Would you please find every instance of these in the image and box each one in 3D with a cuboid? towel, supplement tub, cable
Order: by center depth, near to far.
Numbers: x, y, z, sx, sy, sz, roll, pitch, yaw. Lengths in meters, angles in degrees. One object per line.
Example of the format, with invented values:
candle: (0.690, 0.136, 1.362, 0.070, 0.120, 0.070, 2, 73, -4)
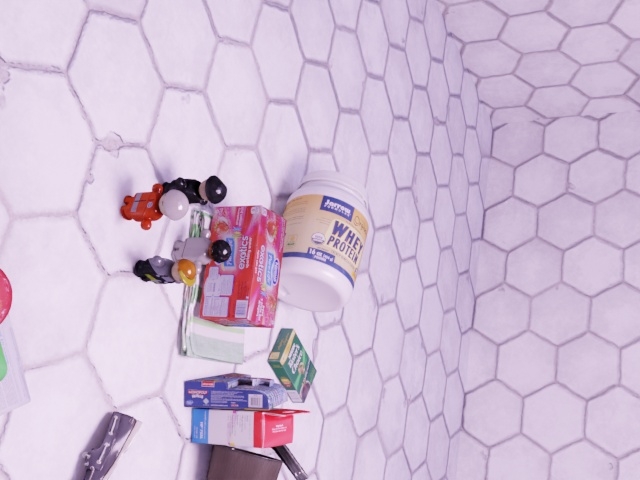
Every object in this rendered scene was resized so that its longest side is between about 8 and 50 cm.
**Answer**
towel: (-0.228, 0.112, 1.891, 0.248, 0.038, 0.325, 24, 67, -61)
cable: (-0.096, 0.454, 1.933, 0.072, 0.287, 0.140, -32, 111, -17)
supplement tub: (0.000, 0.000, 2.135, 0.228, 0.228, 0.316, 55, 42, -47)

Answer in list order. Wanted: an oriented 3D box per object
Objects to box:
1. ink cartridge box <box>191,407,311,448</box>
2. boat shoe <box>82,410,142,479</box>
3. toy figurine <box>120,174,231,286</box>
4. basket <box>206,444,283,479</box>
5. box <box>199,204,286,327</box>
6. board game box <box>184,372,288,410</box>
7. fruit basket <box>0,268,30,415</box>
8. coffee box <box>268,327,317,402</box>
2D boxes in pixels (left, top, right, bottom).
ink cartridge box: (-0.150, 0.406, 1.809, 0.134, 0.230, 0.078, 14, 76, -62)
boat shoe: (-0.406, 0.405, 1.521, 0.065, 0.075, 0.206, 34, 52, -5)
toy figurine: (-0.279, -0.021, 1.678, 0.213, 0.148, 0.210, -29, 114, -61)
basket: (-0.187, 0.573, 1.804, 0.154, 0.204, 0.227, 20, 75, -23)
box: (-0.169, 0.059, 1.829, 0.122, 0.128, 0.257, 30, 62, -60)
board game box: (-0.178, 0.334, 1.854, 0.194, 0.194, 0.060, 10, 80, -77)
fruit basket: (-0.515, 0.096, 1.138, 0.353, 0.165, 0.327, 147, -73, -85)
coffee box: (-0.072, 0.330, 2.175, 0.184, 0.040, 0.113, 65, 35, -37)
